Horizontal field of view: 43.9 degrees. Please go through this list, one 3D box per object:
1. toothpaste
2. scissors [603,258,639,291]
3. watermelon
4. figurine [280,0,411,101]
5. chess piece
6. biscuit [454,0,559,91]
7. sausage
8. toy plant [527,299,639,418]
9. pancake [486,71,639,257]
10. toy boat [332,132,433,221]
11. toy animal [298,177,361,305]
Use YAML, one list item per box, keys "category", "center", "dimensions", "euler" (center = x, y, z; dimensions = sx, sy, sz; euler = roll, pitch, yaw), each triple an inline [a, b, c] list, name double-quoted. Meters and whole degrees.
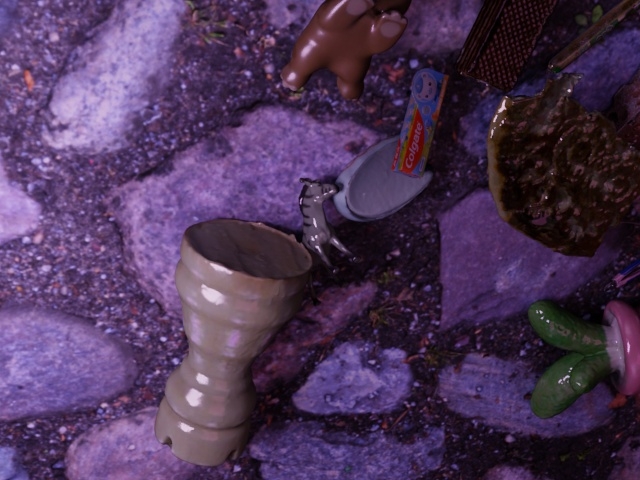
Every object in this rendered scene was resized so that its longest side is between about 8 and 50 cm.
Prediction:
- category: "toothpaste"
  center: [0.171, -0.215, 1.438]
  dimensions: [0.070, 0.044, 0.193]
  euler: [16, 87, -22]
- category: "scissors"
  center: [0.684, 0.080, 1.780]
  dimensions: [0.113, 0.012, 0.039]
  euler: [-32, 119, -1]
- category: "watermelon"
  center: [0.633, -0.243, 1.586]
  dimensions: [0.241, 0.094, 0.154]
  euler: [-37, 128, 4]
- category: "figurine"
  center: [0.047, -0.378, 1.304]
  dimensions: [0.177, 0.173, 0.247]
  euler: [8, 143, -15]
- category: "chess piece"
  center: [-0.177, 0.200, 1.472]
  dimensions: [0.234, 0.234, 0.442]
  euler: [7, 115, -19]
- category: "biscuit"
  center: [0.346, -0.399, 1.428]
  dimensions: [0.106, 0.070, 0.252]
  euler: [19, 107, -24]
- category: "sausage"
  center: [0.533, -0.403, 1.502]
  dimensions: [0.269, 0.033, 0.033]
  euler: [-39, 119, 3]
- category: "toy plant"
  center: [0.643, 0.261, 1.749]
  dimensions: [0.356, 0.210, 0.317]
  euler: [-10, 119, 2]
- category: "pancake"
  center: [0.471, -0.143, 1.558]
  dimensions: [0.427, 0.067, 0.305]
  euler: [34, 113, -26]
- category: "toy boat"
  center: [0.111, -0.117, 1.496]
  dimensions: [0.208, 0.079, 0.134]
  euler: [-37, 117, -10]
- category: "toy animal"
  center: [-0.005, 0.001, 1.481]
  dimensions: [0.073, 0.176, 0.217]
  euler: [-18, 152, -28]
